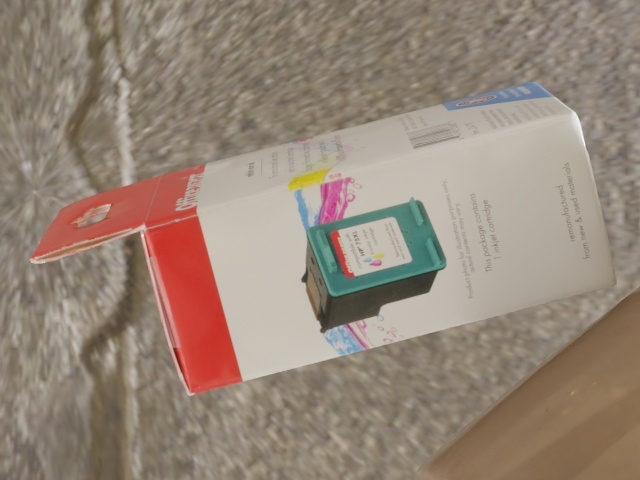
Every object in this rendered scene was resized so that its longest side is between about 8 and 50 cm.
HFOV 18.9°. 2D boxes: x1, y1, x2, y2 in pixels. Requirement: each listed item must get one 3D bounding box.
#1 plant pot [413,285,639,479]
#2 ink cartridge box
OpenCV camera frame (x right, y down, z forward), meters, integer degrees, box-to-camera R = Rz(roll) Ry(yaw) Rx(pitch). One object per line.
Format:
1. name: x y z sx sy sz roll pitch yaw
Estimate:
1. plant pot: 0.167 0.108 0.732 0.229 0.263 0.263 -25 95 -9
2. ink cartridge box: 0.000 0.000 0.841 0.231 0.134 0.078 -14 101 2
